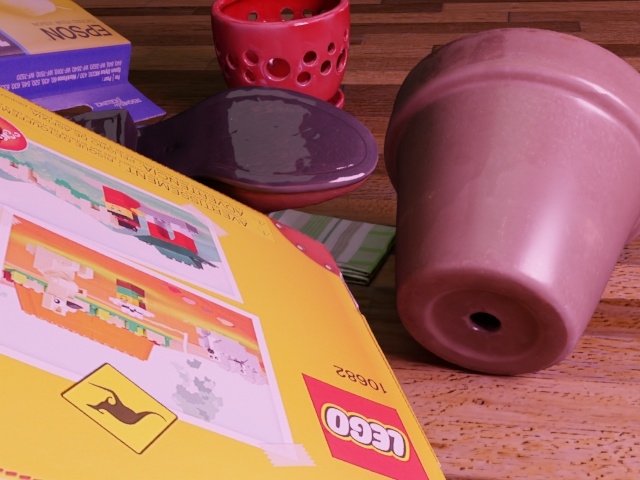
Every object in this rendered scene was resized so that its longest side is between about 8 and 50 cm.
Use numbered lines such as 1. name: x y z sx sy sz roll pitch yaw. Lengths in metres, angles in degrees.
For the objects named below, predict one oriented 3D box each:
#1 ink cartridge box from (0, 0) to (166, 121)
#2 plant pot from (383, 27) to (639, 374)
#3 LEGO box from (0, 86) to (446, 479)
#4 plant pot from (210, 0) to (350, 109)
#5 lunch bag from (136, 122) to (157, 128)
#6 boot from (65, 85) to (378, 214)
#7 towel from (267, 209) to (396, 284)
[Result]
1. ink cartridge box: -0.371 -0.235 1.047 0.307 0.072 0.304 33 26 13
2. plant pot: 0.165 -0.017 0.783 0.263 0.263 0.229 7 49 19
3. LEGO box: -0.195 0.068 0.456 0.500 0.193 0.372 26 19 -26
4. plant pot: -0.050 -0.253 1.249 0.191 0.174 0.191 -4 30 2
5. lunch bag: -0.263 -0.071 1.038 0.221 0.138 0.293 -13 23 -16
6. boot: -0.079 -0.007 0.783 0.264 0.280 0.096 -9 62 1
7. towel: 0.000 0.000 0.964 0.152 0.023 0.113 9 34 21
